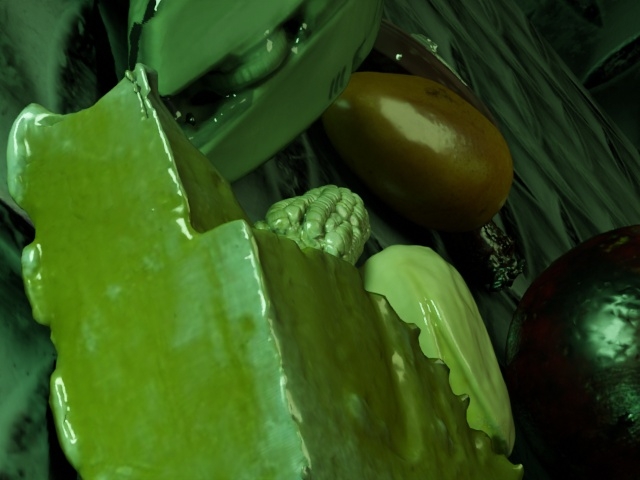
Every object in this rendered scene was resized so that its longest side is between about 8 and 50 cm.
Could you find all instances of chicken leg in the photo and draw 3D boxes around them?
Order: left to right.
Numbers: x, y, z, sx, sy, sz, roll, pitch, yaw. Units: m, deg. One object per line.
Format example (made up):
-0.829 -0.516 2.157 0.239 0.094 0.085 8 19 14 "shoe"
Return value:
0.180 -0.020 1.837 0.105 0.063 0.234 42 19 -47 "chicken leg"

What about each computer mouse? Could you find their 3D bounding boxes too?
-0.031 -0.232 1.355 0.228 0.145 0.429 67 33 -36 "computer mouse"

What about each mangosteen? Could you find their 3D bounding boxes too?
0.325 0.129 1.584 0.311 0.311 0.311 47 18 -21 "mangosteen"

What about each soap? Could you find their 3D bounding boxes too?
-0.017 0.078 0.959 0.338 0.169 0.304 27 41 -57 "soap"

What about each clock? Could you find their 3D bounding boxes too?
0.112 -0.181 1.816 0.244 0.056 0.244 39 -10 8 "clock"

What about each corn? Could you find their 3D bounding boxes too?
0.000 0.000 1.292 0.087 0.087 0.211 54 17 1 "corn"

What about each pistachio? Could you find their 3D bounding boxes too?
0.079 0.094 1.250 0.145 0.117 0.200 74 -2 -56 "pistachio"

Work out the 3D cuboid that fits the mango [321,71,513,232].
0.099 -0.099 1.675 0.252 0.126 0.154 30 48 -34 "mango"
